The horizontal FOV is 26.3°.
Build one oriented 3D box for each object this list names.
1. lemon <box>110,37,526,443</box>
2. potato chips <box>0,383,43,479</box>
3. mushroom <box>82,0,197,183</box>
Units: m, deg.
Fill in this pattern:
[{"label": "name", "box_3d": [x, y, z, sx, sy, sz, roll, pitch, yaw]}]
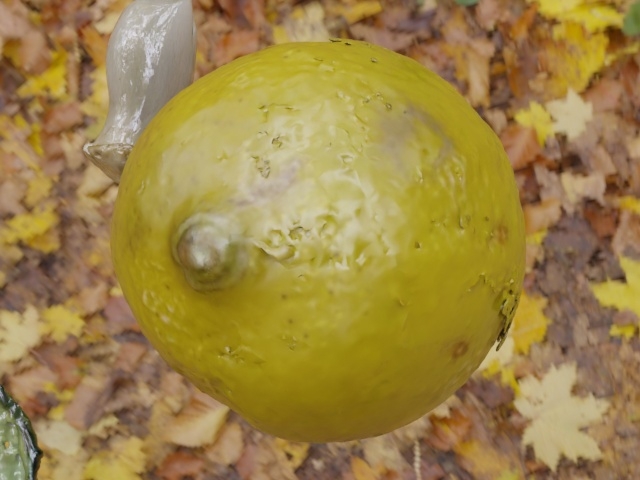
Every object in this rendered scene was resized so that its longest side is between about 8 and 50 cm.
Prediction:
[{"label": "lemon", "box_3d": [0.000, 0.000, 0.865, 0.258, 0.310, 0.257, -1, 88, 20]}, {"label": "potato chips", "box_3d": [-0.215, 0.180, 0.824, 0.092, 0.028, 0.207, 4, 88, 14]}, {"label": "mushroom", "box_3d": [-0.182, -0.161, 1.396, 0.097, 0.088, 0.212, 15, 87, 17]}]
